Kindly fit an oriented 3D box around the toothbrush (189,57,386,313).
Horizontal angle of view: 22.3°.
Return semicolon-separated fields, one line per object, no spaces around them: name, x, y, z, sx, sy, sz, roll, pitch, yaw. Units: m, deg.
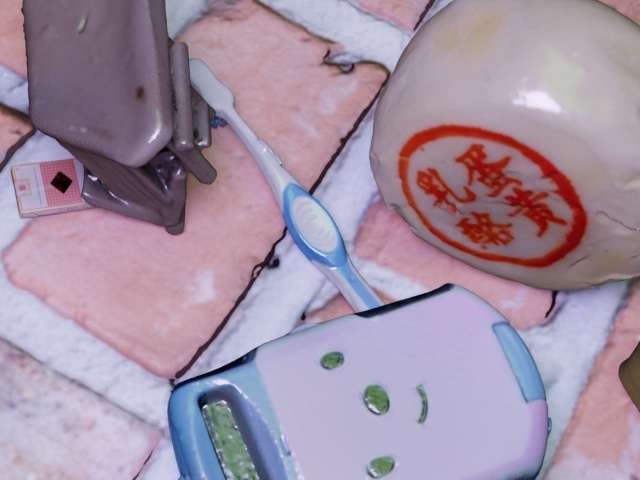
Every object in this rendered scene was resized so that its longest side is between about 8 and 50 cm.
toothbrush;0.001;-0.002;1.277;0.040;0.040;0.386;-29;67;-24

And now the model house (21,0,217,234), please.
model house;-0.144;-0.113;1.247;0.122;0.188;0.229;-16;60;9

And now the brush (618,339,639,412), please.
brush;0.342;0.099;1.263;0.197;0.059;0.123;-24;66;-20

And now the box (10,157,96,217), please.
box;-0.200;-0.044;1.288;0.083;0.012;0.046;-9;61;-15

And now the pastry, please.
pastry;0.162;-0.071;1.233;0.264;0.265;0.133;22;56;4

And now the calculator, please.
calculator;0.024;0.137;1.174;0.293;0.051;0.173;-19;70;-12
